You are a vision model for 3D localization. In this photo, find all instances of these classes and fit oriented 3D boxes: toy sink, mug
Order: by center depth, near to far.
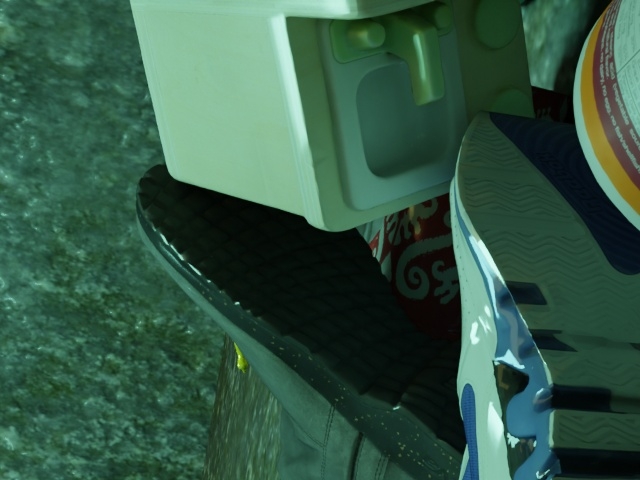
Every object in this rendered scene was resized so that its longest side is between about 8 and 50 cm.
[{"bbox_3d":[0.023,-0.092,0.717,0.234,0.153,0.131,15,121,54],"label":"toy sink"},{"bbox_3d":[0.078,-0.027,0.845,0.113,0.150,0.169,-47,-28,-80],"label":"mug"}]

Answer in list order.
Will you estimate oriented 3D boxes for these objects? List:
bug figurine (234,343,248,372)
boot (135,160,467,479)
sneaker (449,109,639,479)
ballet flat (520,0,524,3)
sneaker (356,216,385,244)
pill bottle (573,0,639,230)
[{"bbox_3d":[0.000,0.000,1.164,0.279,0.216,0.072,-91,-23,-44],"label":"bug figurine"},{"bbox_3d":[-0.011,0.117,0.807,0.338,0.118,0.223,42,135,25],"label":"boot"},{"bbox_3d":[0.103,0.094,0.611,0.315,0.127,0.182,-93,17,-46],"label":"sneaker"},{"bbox_3d":[0.108,-0.207,0.999,0.247,0.087,0.083,153,126,-79],"label":"ballet flat"},{"bbox_3d":[-0.007,-0.045,1.346,0.099,0.153,0.282,122,155,-67],"label":"sneaker"},{"bbox_3d":[0.169,-0.077,0.384,0.221,0.121,0.121,123,154,-68],"label":"pill bottle"}]
